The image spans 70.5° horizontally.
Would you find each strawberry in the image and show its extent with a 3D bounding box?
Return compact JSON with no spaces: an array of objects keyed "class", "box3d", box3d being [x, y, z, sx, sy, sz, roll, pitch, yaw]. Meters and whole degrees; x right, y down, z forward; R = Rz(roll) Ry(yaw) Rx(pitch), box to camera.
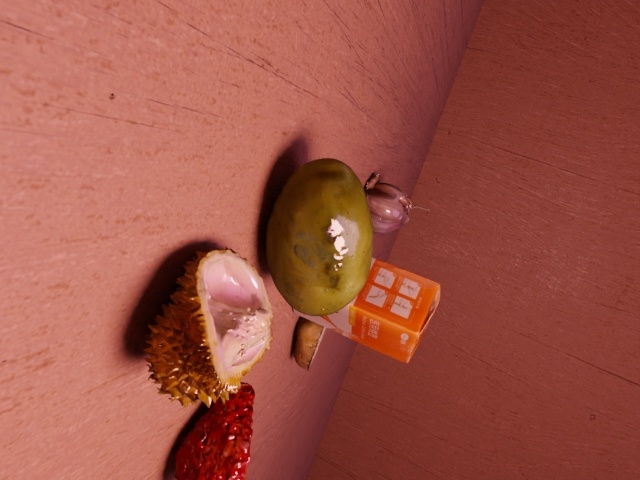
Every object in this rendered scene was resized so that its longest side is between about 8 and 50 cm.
[{"class":"strawberry","box3d":[-0.205,0.372,0.851,0.190,0.111,0.236,-45,-150,45]}]

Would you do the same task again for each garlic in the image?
[{"class":"garlic","box3d":[0.235,-0.132,1.511,0.257,0.207,0.207,-17,139,-21]}]

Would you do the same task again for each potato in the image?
[{"class":"potato","box3d":[-0.002,0.001,0.841,0.216,0.216,0.304,-55,150,-40]},{"class":"potato","box3d":[-0.037,0.288,1.344,0.164,0.081,0.200,-61,168,-52]}]

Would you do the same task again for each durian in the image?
[{"class":"durian","box3d":[-0.154,0.117,0.632,0.138,0.183,0.250,-35,180,22]}]

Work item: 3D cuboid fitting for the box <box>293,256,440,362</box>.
[{"class":"box","box3d":[0.102,0.147,1.122,0.225,0.341,0.143,86,29,-58]}]
